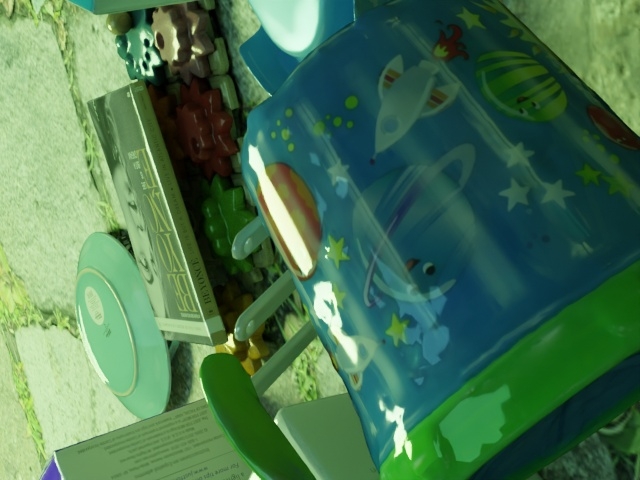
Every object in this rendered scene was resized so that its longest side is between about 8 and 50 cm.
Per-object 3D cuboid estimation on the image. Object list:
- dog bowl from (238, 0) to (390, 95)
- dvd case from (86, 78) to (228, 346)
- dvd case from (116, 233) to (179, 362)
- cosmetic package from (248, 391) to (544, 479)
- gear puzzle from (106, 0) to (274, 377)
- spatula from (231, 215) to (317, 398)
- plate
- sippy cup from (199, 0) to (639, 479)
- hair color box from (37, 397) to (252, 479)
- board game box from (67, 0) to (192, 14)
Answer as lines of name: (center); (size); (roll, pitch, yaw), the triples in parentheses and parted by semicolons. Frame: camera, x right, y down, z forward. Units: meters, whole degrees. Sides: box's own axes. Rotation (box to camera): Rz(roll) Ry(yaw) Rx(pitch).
dog bowl: (-0.027, -0.227, 1.136); (0.297, 0.074, 0.166); (61, 149, 20)
dvd case: (-0.140, -0.020, 1.423); (0.164, 0.018, 0.221); (-2, 107, 70)
dvd case: (-0.170, 0.065, 1.597); (0.119, 0.013, 0.087); (59, 148, 21)
cosmetic package: (0.112, 0.325, 1.073); (0.453, 0.161, 0.230); (50, 132, 33)
gear puzzle: (-0.109, -0.043, 1.403); (0.175, 0.044, 0.339); (2, 107, 59)
spatula: (0.000, 0.000, 1.068); (0.019, 0.242, 0.168); (20, 125, 21)
plate: (-0.196, 0.084, 1.614); (0.188, 0.024, 0.188); (37, 136, 46)
sippy cup: (0.080, -0.004, 0.885); (0.224, 0.305, 0.240); (56, 161, 15)
hair color box: (-0.084, 0.311, 1.412); (0.339, 0.185, 0.110); (61, 149, 19)
board game box: (-0.183, -0.347, 1.294); (0.224, 0.097, 0.303); (30, 127, 51)
